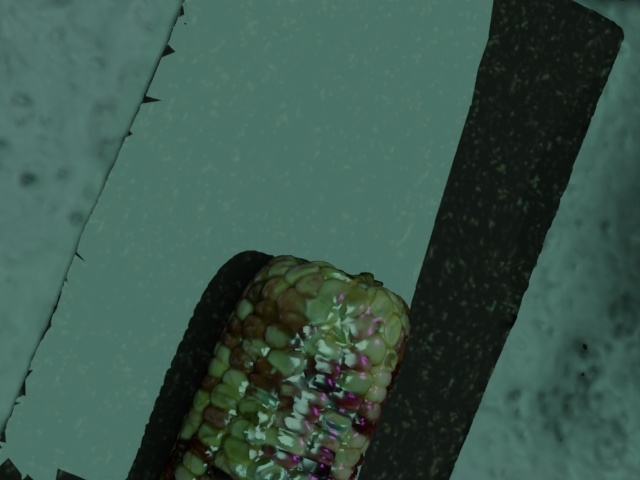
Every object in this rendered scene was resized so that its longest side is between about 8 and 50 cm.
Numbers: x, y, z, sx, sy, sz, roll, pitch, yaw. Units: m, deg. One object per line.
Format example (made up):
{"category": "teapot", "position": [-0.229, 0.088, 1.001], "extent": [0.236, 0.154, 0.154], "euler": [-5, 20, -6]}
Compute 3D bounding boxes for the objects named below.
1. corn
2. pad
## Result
{"category": "corn", "position": [-0.037, 0.127, 0.702], "extent": [0.086, 0.086, 0.253], "euler": [23, 88, -13]}
{"category": "pad", "position": [0.000, 0.000, 0.753], "extent": [0.220, 0.004, 0.330], "euler": [24, 85, -13]}
